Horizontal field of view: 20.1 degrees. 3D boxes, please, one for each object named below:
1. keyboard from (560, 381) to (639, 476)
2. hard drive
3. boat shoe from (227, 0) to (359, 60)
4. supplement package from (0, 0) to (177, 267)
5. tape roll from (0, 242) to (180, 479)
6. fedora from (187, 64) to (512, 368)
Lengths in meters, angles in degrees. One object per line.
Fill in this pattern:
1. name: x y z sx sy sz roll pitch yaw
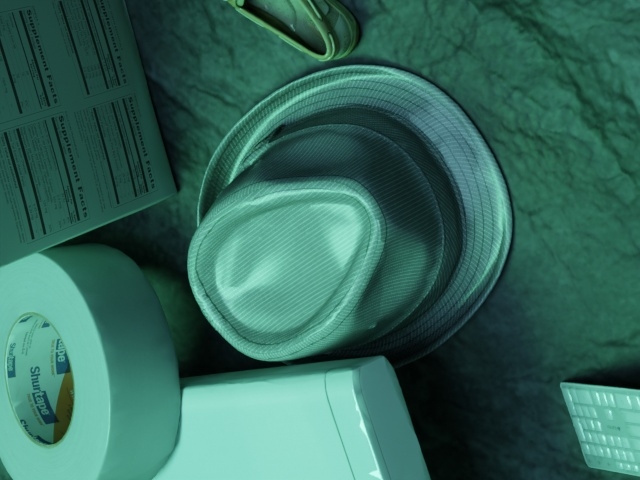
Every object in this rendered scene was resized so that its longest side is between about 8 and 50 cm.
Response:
1. keyboard: 0.244 0.140 1.297 0.072 0.014 0.256 65 161 -7
2. hard drive: -0.035 0.219 1.458 0.353 0.047 0.233 -11 100 52
3. boat shoe: -0.040 -0.193 1.417 0.153 0.048 0.056 41 118 11
4. supplement package: -0.284 -0.085 1.448 0.199 0.262 0.198 -10 99 29
5. tape roll: -0.209 0.113 1.531 0.219 0.072 0.219 13 107 50
6. fedora: 0.000 0.000 1.408 0.275 0.124 0.244 -27 92 30
